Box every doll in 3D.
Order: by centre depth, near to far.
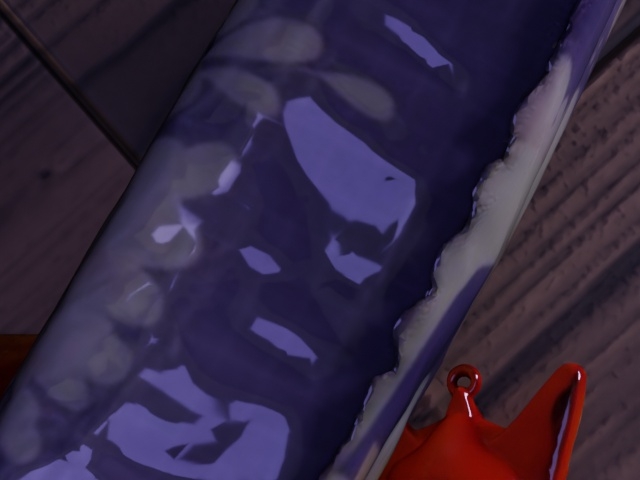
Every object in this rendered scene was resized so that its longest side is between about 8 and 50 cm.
[{"bbox_3d":[0.056,0.135,0.734,0.109,0.057,0.169,-3,72,26],"label":"doll"}]

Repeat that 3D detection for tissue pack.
[{"bbox_3d":[0.000,0.000,0.649,0.125,0.242,0.344,27,78,4],"label":"tissue pack"}]

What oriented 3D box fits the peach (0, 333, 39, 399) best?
[{"bbox_3d":[-0.167,0.133,0.758,0.279,0.068,0.189,-38,83,0],"label":"peach"}]
